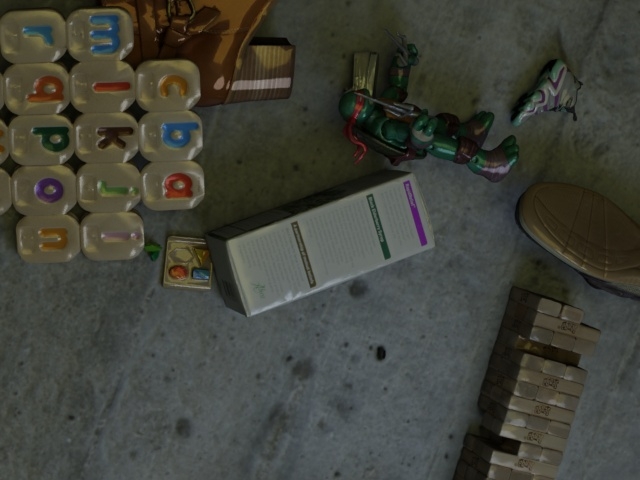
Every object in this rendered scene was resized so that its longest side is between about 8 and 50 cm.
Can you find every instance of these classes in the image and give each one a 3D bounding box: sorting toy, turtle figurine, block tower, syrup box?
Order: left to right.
[{"bbox_3d":[-0.161,0.026,1.917,0.083,0.012,0.062,6,95,-18],"label":"sorting toy"},{"bbox_3d":[0.000,0.000,1.916,0.237,0.093,0.096,-19,102,-16],"label":"syrup box"},{"bbox_3d":[0.104,-0.141,1.903,0.234,0.175,0.118,20,128,-31],"label":"turtle figurine"},{"bbox_3d":[0.234,0.232,2.018,0.091,0.097,0.335,16,93,-17],"label":"block tower"}]

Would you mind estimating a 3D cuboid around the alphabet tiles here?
[{"bbox_3d":[-0.266,-0.112,1.825,0.278,0.021,0.284,-3,111,-5],"label":"alphabet tiles"}]

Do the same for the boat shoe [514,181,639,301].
[{"bbox_3d":[0.344,0.016,2.025,0.285,0.092,0.103,20,68,-21],"label":"boat shoe"}]

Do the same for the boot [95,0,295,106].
[{"bbox_3d":[-0.137,-0.288,1.852,0.220,0.109,0.283,1,103,-13],"label":"boot"}]

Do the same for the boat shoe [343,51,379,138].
[{"bbox_3d":[0.044,-0.168,1.948,0.035,0.035,0.100,8,99,10],"label":"boat shoe"}]

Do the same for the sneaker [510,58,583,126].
[{"bbox_3d":[0.276,-0.159,2.012,0.069,0.038,0.098,41,85,-16],"label":"sneaker"}]
